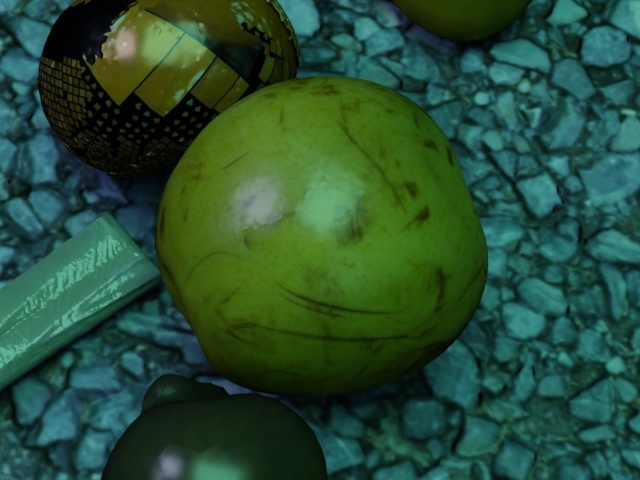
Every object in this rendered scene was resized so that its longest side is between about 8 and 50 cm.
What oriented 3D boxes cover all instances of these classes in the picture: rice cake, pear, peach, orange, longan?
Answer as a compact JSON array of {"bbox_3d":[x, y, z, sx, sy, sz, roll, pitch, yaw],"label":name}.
[{"bbox_3d":[-0.246,0.066,1.494,0.221,0.042,0.080,-36,76,-23],"label":"rice cake"},{"bbox_3d":[0.000,0.000,1.428,0.280,0.281,0.281,3,62,-5],"label":"pear"},{"bbox_3d":[0.133,-0.282,1.693,0.179,0.103,0.179,2,65,-5],"label":"peach"},{"bbox_3d":[-0.134,-0.155,1.524,0.234,0.234,0.182,-15,97,-14],"label":"orange"},{"bbox_3d":[-0.088,0.193,1.378,0.185,0.159,0.204,-21,57,-16],"label":"longan"}]
